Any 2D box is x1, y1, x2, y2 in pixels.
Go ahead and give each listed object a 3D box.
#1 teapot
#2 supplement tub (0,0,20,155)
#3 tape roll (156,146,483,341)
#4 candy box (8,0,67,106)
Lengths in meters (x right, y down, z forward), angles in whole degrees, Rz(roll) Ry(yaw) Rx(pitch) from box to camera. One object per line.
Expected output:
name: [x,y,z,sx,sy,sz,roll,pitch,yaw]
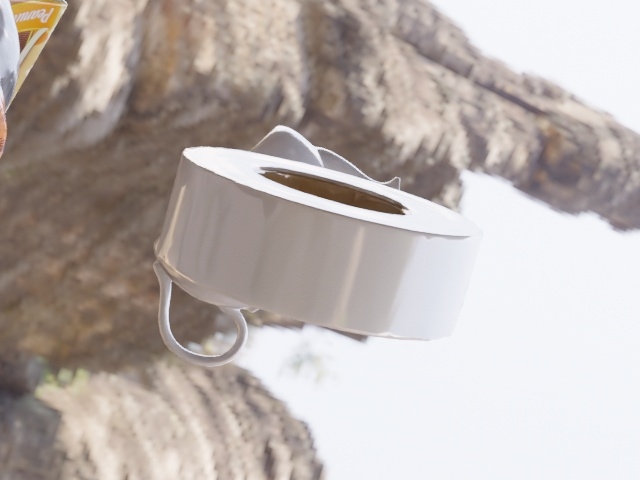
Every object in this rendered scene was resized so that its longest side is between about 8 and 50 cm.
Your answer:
teapot: [-0.068,0.001,2.106,0.256,0.187,0.252,-38,-174,43]
supplement tub: [-0.318,-0.178,1.213,0.193,0.193,0.316,-46,-135,28]
tape roll: [0.000,0.000,1.580,0.286,0.286,0.100,28,-75,56]
candy box: [-0.449,-0.225,1.916,0.087,0.316,0.183,46,-65,25]
